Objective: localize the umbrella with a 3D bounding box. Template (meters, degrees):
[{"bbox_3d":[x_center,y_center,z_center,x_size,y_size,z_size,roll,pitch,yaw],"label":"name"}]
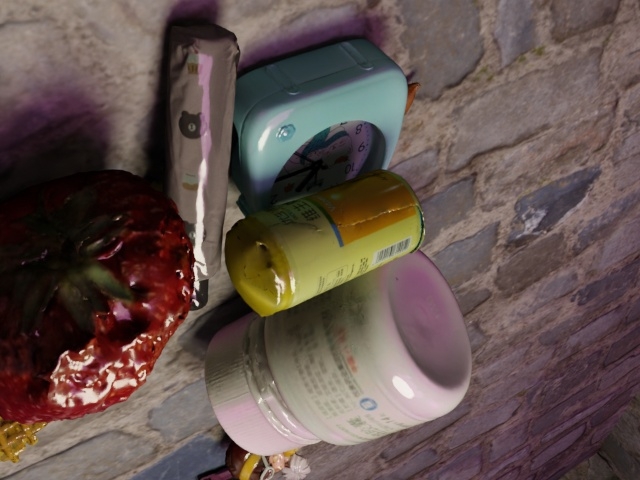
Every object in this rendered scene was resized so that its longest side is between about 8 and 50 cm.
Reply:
[{"bbox_3d":[-0.137,-0.070,0.954,0.073,0.067,0.337,-7,121,-27],"label":"umbrella"}]

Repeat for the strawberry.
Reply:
[{"bbox_3d":[-0.253,0.066,0.885,0.274,0.274,0.220,-34,150,-10],"label":"strawberry"}]

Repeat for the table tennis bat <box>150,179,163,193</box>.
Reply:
[{"bbox_3d":[-0.256,0.066,1.048,0.198,0.050,0.320,10,117,-57],"label":"table tennis bat"}]

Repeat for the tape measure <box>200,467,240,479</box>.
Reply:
[{"bbox_3d":[-0.183,0.486,1.633,0.125,0.074,0.118,-14,140,-32],"label":"tape measure"}]

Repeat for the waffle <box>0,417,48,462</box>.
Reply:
[{"bbox_3d":[-0.443,0.231,1.082,0.231,0.051,0.229,-50,146,13],"label":"waffle"}]

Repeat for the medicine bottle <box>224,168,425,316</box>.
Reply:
[{"bbox_3d":[0.000,0.000,1.024,0.239,0.124,0.124,-21,143,-29],"label":"medicine bottle"}]

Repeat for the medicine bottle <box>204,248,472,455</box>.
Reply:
[{"bbox_3d":[0.020,0.163,1.217,0.325,0.256,0.256,-27,156,29],"label":"medicine bottle"}]

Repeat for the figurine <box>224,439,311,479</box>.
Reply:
[{"bbox_3d":[-0.068,0.366,1.571,0.240,0.116,0.174,-16,143,-43],"label":"figurine"}]

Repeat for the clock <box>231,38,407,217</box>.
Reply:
[{"bbox_3d":[-0.014,-0.107,1.081,0.224,0.094,0.274,-21,145,-27],"label":"clock"}]

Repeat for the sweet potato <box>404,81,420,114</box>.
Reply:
[{"bbox_3d":[0.100,-0.178,1.164,0.095,0.034,0.034,-52,146,16],"label":"sweet potato"}]
